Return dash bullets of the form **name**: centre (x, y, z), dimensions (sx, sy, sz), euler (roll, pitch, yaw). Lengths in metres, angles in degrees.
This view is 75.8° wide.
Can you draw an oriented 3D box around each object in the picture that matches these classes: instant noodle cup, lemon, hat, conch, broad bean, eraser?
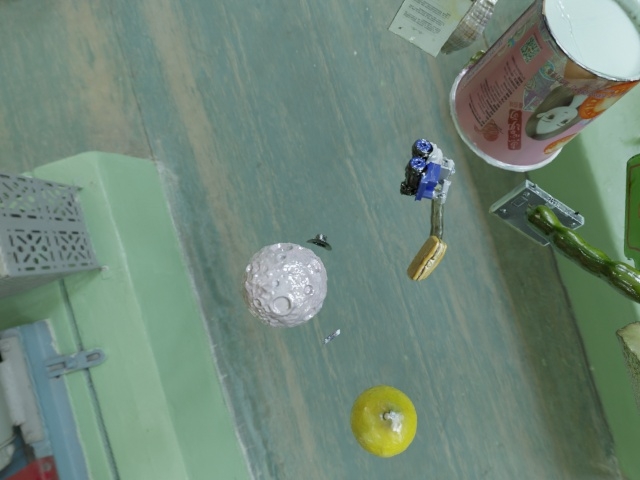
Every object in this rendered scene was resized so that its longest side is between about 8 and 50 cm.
- **instant noodle cup**: centre (0.376, -0.273, 0.680), dimensions (0.243, 0.231, 0.242), euler (3, 73, -10)
- **lemon**: centre (0.226, 0.631, 1.452), dimensions (0.241, 0.219, 0.240), euler (2, 58, -3)
- **hat**: centre (0.000, 0.000, 1.723), dimensions (0.121, 0.121, 0.050), euler (15, 76, 6)
- **conch**: centre (0.454, -0.838, 1.486), dimensions (0.210, 0.352, 0.296), euler (-22, 101, -18)
- **broad bean**: centre (0.399, 0.014, 0.627), dimensions (0.053, 0.256, 0.052), euler (-13, 126, -14)
- **eraser**: centre (0.040, 0.370, 1.576), dimensions (0.027, 0.099, 0.019), euler (-38, 79, 42)

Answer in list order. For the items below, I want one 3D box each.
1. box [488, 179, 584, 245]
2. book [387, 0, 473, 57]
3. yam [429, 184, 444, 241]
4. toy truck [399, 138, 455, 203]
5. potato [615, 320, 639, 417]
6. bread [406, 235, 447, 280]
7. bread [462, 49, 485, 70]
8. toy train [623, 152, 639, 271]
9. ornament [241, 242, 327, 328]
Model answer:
- **box**: centre (0.804, -0.095, 1.534), dimensions (0.270, 0.211, 0.045), euler (32, 54, -8)
- **book**: centre (0.376, -0.767, 1.330), dimensions (0.202, 0.026, 0.289), euler (23, 135, -16)
- **yam**: centre (0.488, -0.106, 1.723), dimensions (0.061, 0.061, 0.273), euler (-4, 120, 7)
- **toy truck**: centre (0.397, -0.248, 1.500), dimensions (0.177, 0.161, 0.213), euler (16, 59, 9)
- **potato**: centre (0.427, 0.241, 0.422), dimensions (0.112, 0.255, 0.269), euler (-21, 45, 7)
- **bread**: centre (0.430, 0.078, 1.668), dimensions (0.077, 0.116, 0.200), euler (30, 101, -13)
- **bread**: centre (0.627, -0.523, 1.503), dimensions (0.196, 0.252, 0.238), euler (15, 86, 46)
- **toy train**: centre (0.748, -0.058, 0.820), dimensions (0.174, 0.249, 0.306), euler (5, 86, -1)
- **ornament**: centre (-0.106, 0.123, 1.206), dimensions (0.260, 0.259, 0.224), euler (1, 111, 7)
